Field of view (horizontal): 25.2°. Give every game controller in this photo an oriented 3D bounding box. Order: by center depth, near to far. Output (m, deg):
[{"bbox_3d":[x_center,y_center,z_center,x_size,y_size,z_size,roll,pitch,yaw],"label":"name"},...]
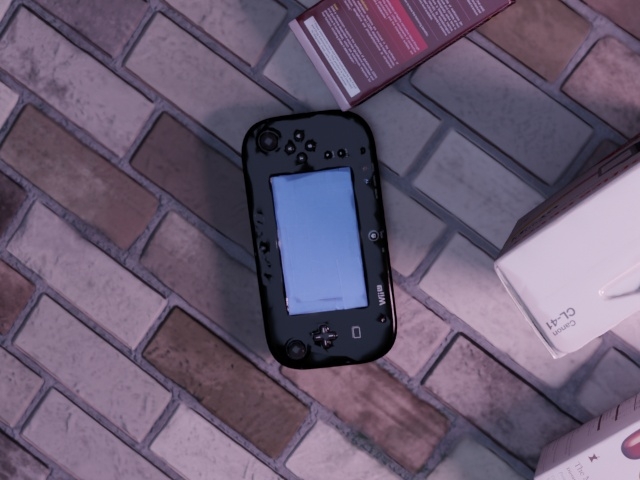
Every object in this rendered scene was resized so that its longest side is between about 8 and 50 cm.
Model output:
[{"bbox_3d":[0.000,0.000,1.779,0.166,0.067,0.319,-6,98,14],"label":"game controller"}]

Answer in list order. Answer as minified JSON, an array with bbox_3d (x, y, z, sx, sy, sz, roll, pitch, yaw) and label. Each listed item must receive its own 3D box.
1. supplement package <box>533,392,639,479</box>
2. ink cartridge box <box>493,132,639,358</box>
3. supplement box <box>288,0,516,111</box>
[{"bbox_3d":[0.393,0.258,1.687,0.244,0.134,0.139,-33,90,16],"label":"supplement package"},{"bbox_3d":[0.324,-0.012,1.573,0.226,0.306,0.131,-36,89,15],"label":"ink cartridge box"},{"bbox_3d":[0.097,-0.272,1.710,0.239,0.073,0.130,-31,91,17],"label":"supplement box"}]
